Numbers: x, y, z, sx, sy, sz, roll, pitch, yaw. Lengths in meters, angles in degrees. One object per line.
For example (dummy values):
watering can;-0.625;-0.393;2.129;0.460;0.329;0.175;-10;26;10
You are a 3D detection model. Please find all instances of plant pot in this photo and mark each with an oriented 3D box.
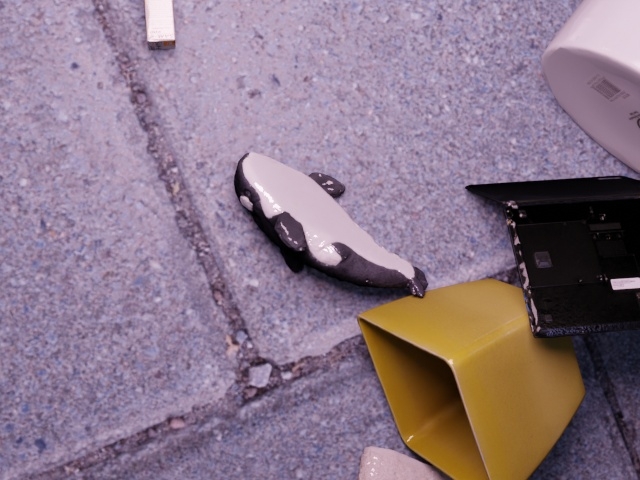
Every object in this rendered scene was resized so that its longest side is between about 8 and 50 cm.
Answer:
plant pot;0.202;0.162;1.089;0.187;0.212;0.212;-29;112;-20

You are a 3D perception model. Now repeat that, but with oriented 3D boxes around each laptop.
laptop;0.330;0.008;1.093;0.234;0.136;0.264;-5;65;-8

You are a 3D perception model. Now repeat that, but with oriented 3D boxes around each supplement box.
supplement box;-0.203;-0.294;1.095;0.036;0.062;0.098;-4;92;-9

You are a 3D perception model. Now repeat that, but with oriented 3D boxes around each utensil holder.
utensil holder;0.514;-0.280;1.071;0.328;0.327;0.385;40;88;-8

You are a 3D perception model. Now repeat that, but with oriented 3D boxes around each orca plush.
orca plush;0.000;0.000;1.141;0.287;0.102;0.151;24;43;-18

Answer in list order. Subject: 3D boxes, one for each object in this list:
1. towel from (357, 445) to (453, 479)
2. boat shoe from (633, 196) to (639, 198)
towel;0.166;0.400;1.131;0.282;0.049;0.187;23;51;-8
boat shoe;0.446;-0.025;1.196;0.206;0.065;0.075;-28;96;-6
